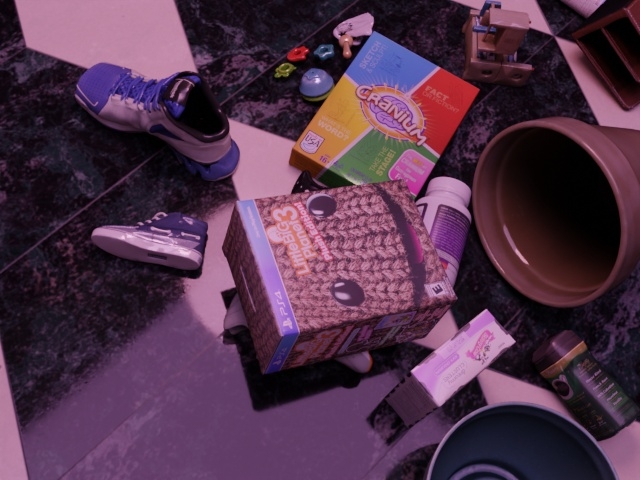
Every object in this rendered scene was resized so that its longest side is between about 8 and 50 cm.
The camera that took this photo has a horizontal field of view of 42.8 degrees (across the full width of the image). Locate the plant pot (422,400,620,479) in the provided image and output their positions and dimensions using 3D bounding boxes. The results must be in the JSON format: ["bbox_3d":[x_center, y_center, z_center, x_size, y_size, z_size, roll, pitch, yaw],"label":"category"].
[{"bbox_3d":[0.278,0.409,1.232,0.293,0.196,0.293,3,66,-7],"label":"plant pot"}]

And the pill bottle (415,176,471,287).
[{"bbox_3d":[0.206,-0.011,1.446,0.108,0.108,0.194,20,67,1],"label":"pill bottle"}]

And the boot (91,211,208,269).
[{"bbox_3d":[-0.291,-0.011,1.408,0.190,0.069,0.086,15,59,-10],"label":"boot"}]

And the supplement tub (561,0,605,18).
[{"bbox_3d":[0.560,-0.514,1.724,0.107,0.071,0.071,39,68,9],"label":"supplement tub"}]

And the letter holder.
[{"bbox_3d":[0.691,-0.432,1.632,0.302,0.152,0.214,-43,102,-21],"label":"letter holder"}]

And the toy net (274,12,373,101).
[{"bbox_3d":[0.019,-0.369,1.610,0.122,0.045,0.232,24,60,33],"label":"toy net"}]

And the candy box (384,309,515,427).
[{"bbox_3d":[0.202,0.209,1.305,0.165,0.196,0.070,-35,76,-20],"label":"candy box"}]

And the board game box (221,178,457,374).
[{"bbox_3d":[0.023,0.050,1.276,0.291,0.141,0.232,-10,62,-23],"label":"board game box"}]

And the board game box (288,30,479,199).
[{"bbox_3d":[0.123,-0.216,1.544,0.242,0.064,0.316,30,67,5],"label":"board game box"}]

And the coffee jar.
[{"bbox_3d":[0.444,0.242,1.379,0.079,0.096,0.184,-33,76,-22],"label":"coffee jar"}]

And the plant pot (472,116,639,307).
[{"bbox_3d":[0.476,-0.073,1.429,0.280,0.323,0.323,-17,70,-33],"label":"plant pot"}]

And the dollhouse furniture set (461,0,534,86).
[{"bbox_3d":[0.363,-0.408,1.591,0.128,0.184,0.129,6,67,-5],"label":"dollhouse furniture set"}]

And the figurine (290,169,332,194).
[{"bbox_3d":[0.000,0.000,1.430,0.215,0.092,0.209,33,63,6],"label":"figurine"}]

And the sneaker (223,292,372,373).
[{"bbox_3d":[-0.042,0.166,1.357,0.262,0.099,0.121,29,77,11],"label":"sneaker"}]

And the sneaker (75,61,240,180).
[{"bbox_3d":[-0.276,-0.247,1.439,0.315,0.182,0.127,30,65,5],"label":"sneaker"}]
